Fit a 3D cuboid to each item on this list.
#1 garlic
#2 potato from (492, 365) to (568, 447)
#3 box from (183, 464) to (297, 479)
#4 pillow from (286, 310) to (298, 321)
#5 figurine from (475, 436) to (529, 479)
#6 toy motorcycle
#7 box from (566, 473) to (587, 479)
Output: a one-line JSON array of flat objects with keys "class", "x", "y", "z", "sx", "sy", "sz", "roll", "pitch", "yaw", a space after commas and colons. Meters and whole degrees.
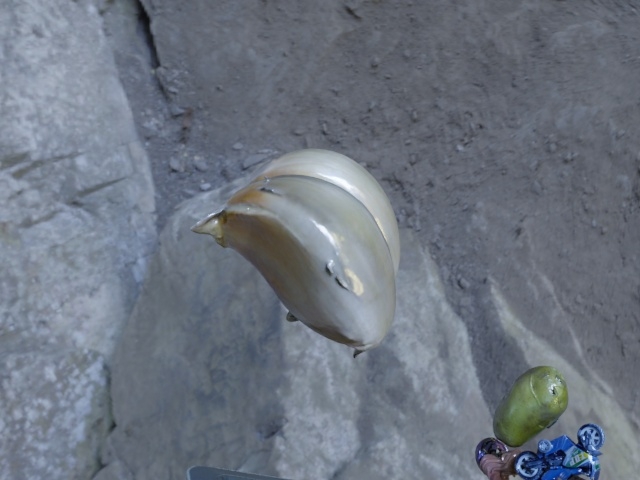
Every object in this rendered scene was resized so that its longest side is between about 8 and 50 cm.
[{"class": "garlic", "x": 0.000, "y": 0.000, "z": 1.066, "sx": 0.313, "sy": 0.286, "sz": 0.249, "roll": 32, "pitch": 99, "yaw": 9}, {"class": "potato", "x": 0.549, "y": 0.435, "z": 1.883, "sx": 0.143, "sy": 0.169, "sz": 0.248, "roll": 45, "pitch": 112, "yaw": 31}, {"class": "box", "x": -0.083, "y": 0.616, "z": 1.477, "sx": 0.397, "sy": 0.396, "sz": 0.111, "roll": 15, "pitch": 100, "yaw": -20}, {"class": "pillow", "x": 0.034, "y": 0.123, "z": 1.523, "sx": 0.130, "sy": 0.218, "sz": 0.033, "roll": 114, "pitch": 139, "yaw": -54}, {"class": "figurine", "x": 0.502, "y": 0.613, "z": 1.974, "sx": 0.126, "sy": 0.114, "sz": 0.157, "roll": 36, "pitch": 167, "yaw": -24}, {"class": "toy motorcycle", "x": 0.614, "y": 0.566, "z": 1.824, "sx": 0.254, "sy": 0.092, "sz": 0.135, "roll": -32, "pitch": 58, "yaw": 21}, {"class": "box", "x": 0.437, "y": 0.649, "z": 1.363, "sx": 0.116, "sy": 0.264, "sz": 0.415, "roll": 43, "pitch": 82, "yaw": 5}]
